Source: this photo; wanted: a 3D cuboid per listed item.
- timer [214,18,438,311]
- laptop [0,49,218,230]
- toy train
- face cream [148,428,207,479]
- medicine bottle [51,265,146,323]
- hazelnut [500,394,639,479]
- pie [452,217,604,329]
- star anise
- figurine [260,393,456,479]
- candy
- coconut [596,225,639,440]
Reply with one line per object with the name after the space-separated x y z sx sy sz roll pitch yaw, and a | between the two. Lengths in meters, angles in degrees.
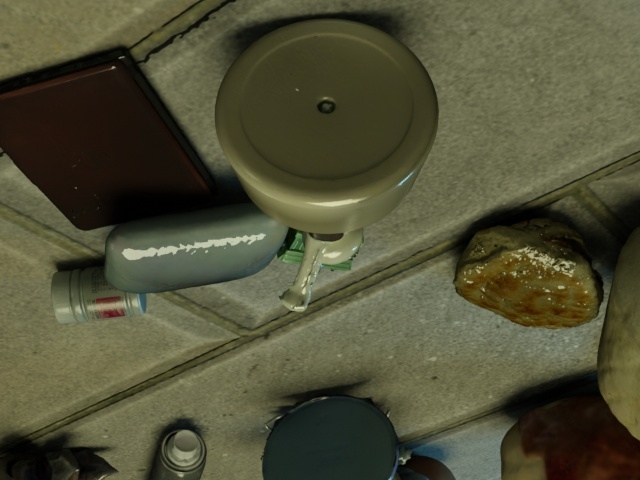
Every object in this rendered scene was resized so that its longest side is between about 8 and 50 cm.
0.008 -0.047 0.939 0.175 0.175 0.266 -6 154 -1 | timer
-0.200 -0.084 0.960 0.154 0.026 0.207 -13 146 12 | laptop
0.000 0.000 1.111 0.093 0.038 0.056 9 137 -22 | toy train
-0.218 0.356 1.579 0.073 0.073 0.283 3 146 -14 | face cream
-0.236 0.056 1.133 0.091 0.058 0.058 -6 147 0 | medicine bottle
0.399 0.317 1.519 0.261 0.241 0.261 19 164 6 | hazelnut
0.229 0.041 1.178 0.163 0.079 0.193 -7 147 15 | pie
-0.407 0.343 1.518 0.230 0.081 0.262 -9 158 4 | star anise
0.047 0.377 1.543 0.277 0.248 0.388 -11 137 12 | figurine
-0.124 0.009 1.044 0.174 0.071 0.138 -8 167 -15 | candy
0.447 0.113 1.149 0.329 0.328 0.328 -5 147 -3 | coconut
